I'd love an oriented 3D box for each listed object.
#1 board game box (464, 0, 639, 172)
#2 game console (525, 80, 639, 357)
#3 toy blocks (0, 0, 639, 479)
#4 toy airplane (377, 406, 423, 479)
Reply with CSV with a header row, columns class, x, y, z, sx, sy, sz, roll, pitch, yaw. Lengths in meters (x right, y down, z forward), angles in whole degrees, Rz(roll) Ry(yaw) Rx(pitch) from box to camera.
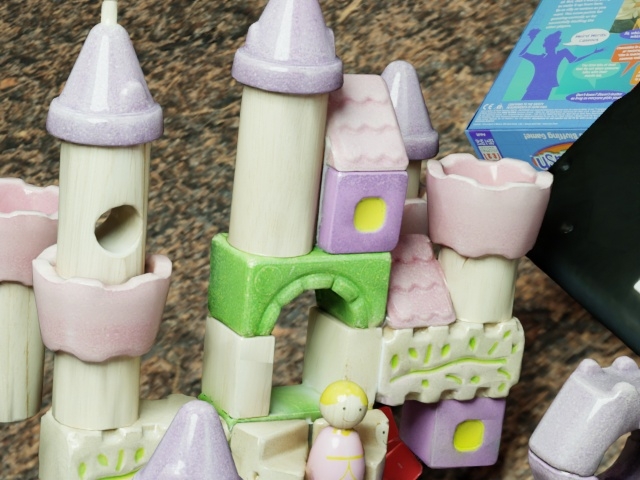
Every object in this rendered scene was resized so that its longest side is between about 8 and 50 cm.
class,x,y,z,sx,sy,sz,roll,pitch,yaw
board game box,0.207,-0.127,1.225,0.160,0.047,0.210,3,48,39
game console,0.293,-0.048,0.931,0.342,0.060,0.386,-47,29,2
toy blocks,0.000,0.000,0.932,0.288,0.260,0.309,-2,19,-28
toy airplane,0.002,0.147,1.068,0.151,0.028,0.151,-21,36,16
